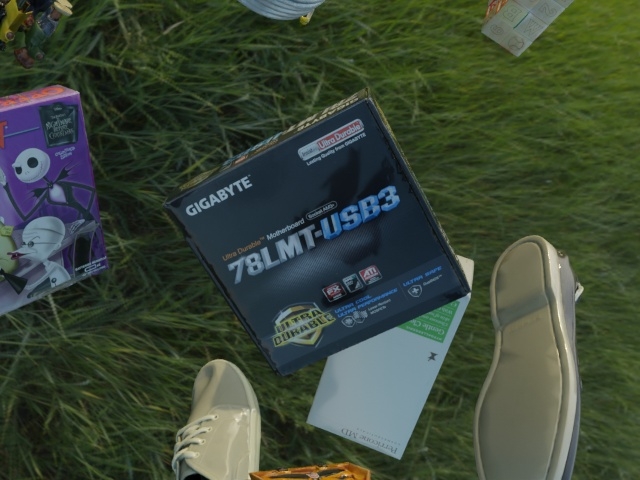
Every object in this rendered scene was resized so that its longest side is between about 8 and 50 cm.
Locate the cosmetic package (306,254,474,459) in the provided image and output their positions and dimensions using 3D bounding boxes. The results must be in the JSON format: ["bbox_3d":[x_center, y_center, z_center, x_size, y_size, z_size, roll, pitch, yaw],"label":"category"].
[{"bbox_3d":[0.123,0.186,1.249,0.155,0.197,0.365,-57,164,-64],"label":"cosmetic package"}]

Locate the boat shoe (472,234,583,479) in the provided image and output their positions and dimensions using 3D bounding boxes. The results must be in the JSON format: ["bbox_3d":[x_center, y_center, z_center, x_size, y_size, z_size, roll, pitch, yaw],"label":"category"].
[{"bbox_3d":[0.151,0.091,0.458,0.065,0.075,0.206,34,48,-24],"label":"boat shoe"}]

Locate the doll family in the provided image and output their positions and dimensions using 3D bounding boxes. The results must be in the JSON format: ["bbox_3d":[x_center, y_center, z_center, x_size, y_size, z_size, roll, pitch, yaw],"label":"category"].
[{"bbox_3d":[-0.371,-0.285,0.844,0.076,0.193,0.111,28,116,-40],"label":"doll family"}]

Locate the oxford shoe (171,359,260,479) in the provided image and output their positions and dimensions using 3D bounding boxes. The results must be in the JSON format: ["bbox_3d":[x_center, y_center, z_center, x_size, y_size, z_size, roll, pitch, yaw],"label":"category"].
[{"bbox_3d":[-0.198,0.377,1.230,0.130,0.449,0.169,34,116,-30],"label":"oxford shoe"}]

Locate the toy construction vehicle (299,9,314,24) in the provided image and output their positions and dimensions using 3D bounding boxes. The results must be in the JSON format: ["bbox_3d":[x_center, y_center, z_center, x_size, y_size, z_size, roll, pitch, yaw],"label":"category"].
[{"bbox_3d":[-0.018,-0.434,1.189,0.035,0.086,0.098,6,78,-16],"label":"toy construction vehicle"}]

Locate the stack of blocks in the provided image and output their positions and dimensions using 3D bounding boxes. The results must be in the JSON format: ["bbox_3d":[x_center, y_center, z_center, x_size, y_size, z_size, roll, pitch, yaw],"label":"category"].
[{"bbox_3d":[0.412,-0.483,1.187,0.087,0.297,0.171,30,54,-11],"label":"stack of blocks"}]

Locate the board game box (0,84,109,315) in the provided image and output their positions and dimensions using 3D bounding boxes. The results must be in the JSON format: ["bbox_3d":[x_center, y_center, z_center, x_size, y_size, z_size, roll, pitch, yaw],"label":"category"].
[{"bbox_3d":[-0.367,-0.002,0.627,0.347,0.056,0.208,-28,125,-40],"label":"board game box"}]

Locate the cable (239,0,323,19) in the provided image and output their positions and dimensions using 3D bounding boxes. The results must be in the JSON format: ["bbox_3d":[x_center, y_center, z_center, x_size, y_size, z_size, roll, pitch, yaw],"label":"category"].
[{"bbox_3d":[-0.077,-0.411,0.885,0.257,0.089,0.257,18,58,-44],"label":"cable"}]

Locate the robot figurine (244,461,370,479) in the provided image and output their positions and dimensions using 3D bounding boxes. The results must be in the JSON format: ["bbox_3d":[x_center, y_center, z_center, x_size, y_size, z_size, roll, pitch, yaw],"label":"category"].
[{"bbox_3d":[0.029,0.254,0.546,0.211,0.291,0.085,3,94,-27],"label":"robot figurine"}]

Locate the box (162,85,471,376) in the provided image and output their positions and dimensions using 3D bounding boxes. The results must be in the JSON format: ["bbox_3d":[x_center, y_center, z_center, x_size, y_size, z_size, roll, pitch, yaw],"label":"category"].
[{"bbox_3d":[0.000,0.000,0.896,0.293,0.295,0.073,60,14,-22],"label":"box"}]
